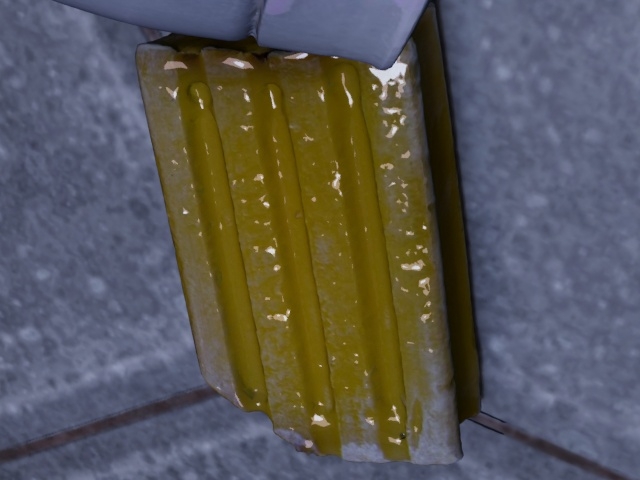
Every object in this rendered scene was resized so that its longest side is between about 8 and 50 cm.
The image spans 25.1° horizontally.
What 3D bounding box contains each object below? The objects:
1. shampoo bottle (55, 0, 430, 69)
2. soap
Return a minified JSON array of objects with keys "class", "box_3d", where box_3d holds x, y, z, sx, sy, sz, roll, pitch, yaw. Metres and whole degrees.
[{"class":"shampoo bottle","box_3d":[-0.040,-0.210,0.514,0.266,0.273,0.273,24,123,-4]},{"class":"soap","box_3d":[0.000,0.000,0.729,0.140,0.073,0.232,2,117,22]}]
